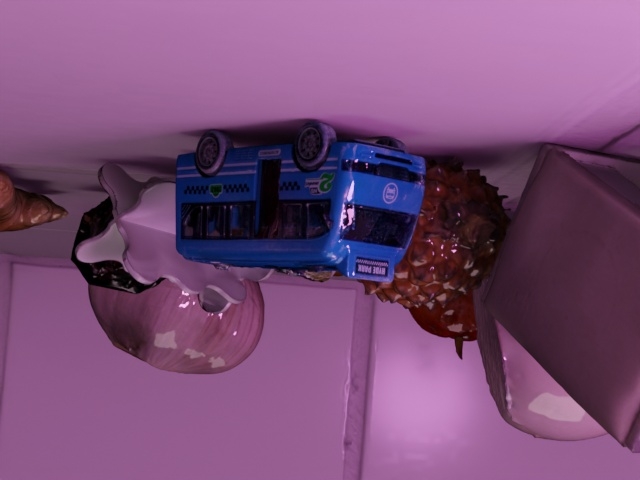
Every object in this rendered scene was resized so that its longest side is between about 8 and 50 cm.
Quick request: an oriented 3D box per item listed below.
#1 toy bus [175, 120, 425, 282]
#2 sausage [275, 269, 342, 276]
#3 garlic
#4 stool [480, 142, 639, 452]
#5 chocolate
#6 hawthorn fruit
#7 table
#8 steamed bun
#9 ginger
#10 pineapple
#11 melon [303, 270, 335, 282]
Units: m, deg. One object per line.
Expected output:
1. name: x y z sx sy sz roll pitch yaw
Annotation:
1. toy bus: -0.024 -0.033 1.207 0.113 0.134 0.246 9 175 -44
2. sausage: 0.000 0.002 1.807 0.109 0.109 0.270 6 175 -23
3. garlic: -0.242 0.081 2.130 0.317 0.259 0.317 31 172 5
4. stool: 0.327 0.052 1.144 0.270 0.170 0.243 7 -155 -29
5. chocolate: -0.262 -0.018 1.763 0.156 0.156 0.133 5 156 -4
6. hawthorn fruit: 0.218 0.088 2.030 0.179 0.200 0.179 -1 173 0
7. table: -0.173 -0.007 1.533 0.166 0.166 0.198 0 170 40
8. steamed bun: 0.353 0.105 1.671 0.309 0.309 0.309 4 175 0
9. ginger: -0.432 -0.049 1.761 0.148 0.081 0.334 -13 173 12
10. pineapple: 0.114 -0.008 1.285 0.166 0.166 0.193 7 175 -28
11. melon: -0.009 -0.046 1.476 0.139 0.093 0.202 -25 133 20
